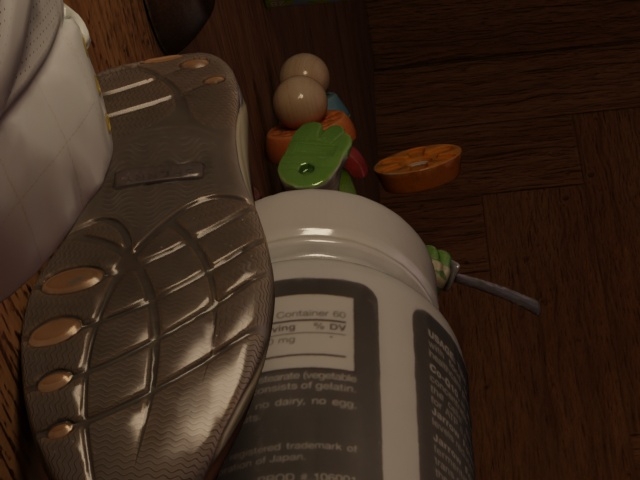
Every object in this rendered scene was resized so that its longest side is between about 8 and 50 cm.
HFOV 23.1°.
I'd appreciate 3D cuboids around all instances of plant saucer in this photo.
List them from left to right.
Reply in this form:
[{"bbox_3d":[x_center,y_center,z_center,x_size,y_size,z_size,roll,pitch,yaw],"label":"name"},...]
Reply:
[{"bbox_3d":[-0.108,-0.239,1.179,0.198,0.036,0.199,-6,90,-84],"label":"plant saucer"}]

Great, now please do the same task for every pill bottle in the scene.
[{"bbox_3d":[-0.004,0.143,0.971,0.361,0.204,0.204,-88,170,-51],"label":"pill bottle"}]

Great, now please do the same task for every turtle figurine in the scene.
[{"bbox_3d":[0.000,0.000,1.259,0.198,0.274,0.266,41,-23,43],"label":"turtle figurine"}]

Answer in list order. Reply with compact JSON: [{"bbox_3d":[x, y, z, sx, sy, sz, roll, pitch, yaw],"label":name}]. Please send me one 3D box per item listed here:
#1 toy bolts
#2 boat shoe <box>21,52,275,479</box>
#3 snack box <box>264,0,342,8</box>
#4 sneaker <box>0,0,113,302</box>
[{"bbox_3d":[0.030,-0.134,1.773,0.228,0.218,0.158,-137,-149,-70],"label":"toy bolts"},{"bbox_3d":[-0.076,0.033,0.808,0.324,0.123,0.116,-87,172,-49],"label":"boat shoe"},{"bbox_3d":[0.007,-0.348,1.761,0.207,0.174,0.070,70,16,-66],"label":"snack box"},{"bbox_3d":[-0.127,-0.115,0.555,0.169,0.108,0.292,79,17,-56],"label":"sneaker"}]
